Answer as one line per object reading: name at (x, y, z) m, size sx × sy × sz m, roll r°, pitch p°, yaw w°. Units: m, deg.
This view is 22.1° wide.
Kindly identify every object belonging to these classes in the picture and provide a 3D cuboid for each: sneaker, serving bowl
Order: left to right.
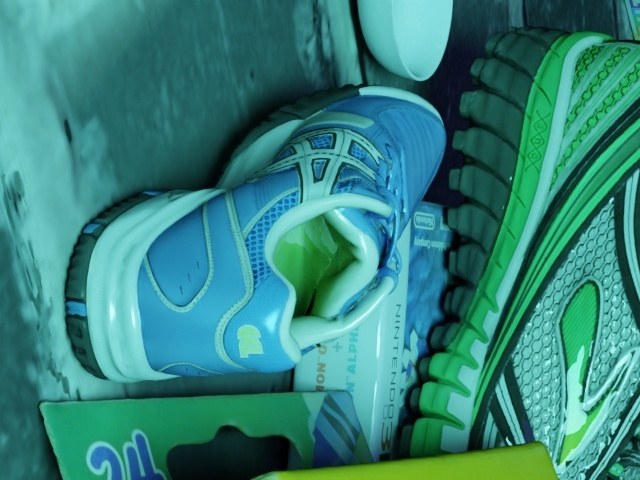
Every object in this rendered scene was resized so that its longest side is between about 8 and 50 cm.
sneaker at (0.000, 0.000, 0.603) m, size 0.211 × 0.081 × 0.080 m, roll -40°, pitch 129°, yaw -50°
serving bowl at (0.036, -0.116, 0.761) m, size 0.083 × 0.027 × 0.083 m, roll 5°, pitch 90°, yaw -67°
sneaker at (0.124, 0.066, 0.732) m, size 0.134 × 0.146 × 0.344 m, roll 32°, pitch 65°, yaw -64°

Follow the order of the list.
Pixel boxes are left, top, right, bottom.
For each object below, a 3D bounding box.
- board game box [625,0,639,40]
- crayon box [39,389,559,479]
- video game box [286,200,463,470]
board game box at (0.260, -0.214, 1.269) m, size 0.154 × 0.026 × 0.103 m, roll 58°, pitch 42°, yaw -54°
crayon box at (0.043, 0.187, 0.551) m, size 0.203 × 0.083 × 0.323 m, roll 6°, pitch 60°, yaw -59°
video game box at (0.044, 0.075, 0.791) m, size 0.205 × 0.048 × 0.187 m, roll 5°, pitch 91°, yaw -67°
